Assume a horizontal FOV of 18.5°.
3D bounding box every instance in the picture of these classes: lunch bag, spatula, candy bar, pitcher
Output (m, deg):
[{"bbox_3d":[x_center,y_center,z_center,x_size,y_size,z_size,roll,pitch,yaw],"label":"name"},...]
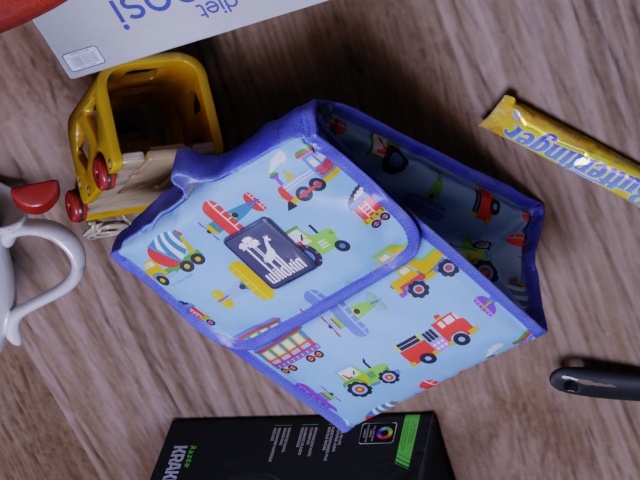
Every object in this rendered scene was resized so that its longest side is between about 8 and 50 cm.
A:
[{"bbox_3d":[0.000,0.000,1.537,0.221,0.138,0.293,-30,132,35],"label":"lunch bag"},{"bbox_3d":[0.343,0.142,1.684,0.296,0.030,0.084,11,136,6],"label":"spatula"},{"bbox_3d":[0.203,-0.066,1.541,0.161,0.018,0.040,28,133,-9],"label":"candy bar"},{"bbox_3d":[-0.299,0.041,1.706,0.178,0.125,0.207,27,126,9],"label":"pitcher"}]

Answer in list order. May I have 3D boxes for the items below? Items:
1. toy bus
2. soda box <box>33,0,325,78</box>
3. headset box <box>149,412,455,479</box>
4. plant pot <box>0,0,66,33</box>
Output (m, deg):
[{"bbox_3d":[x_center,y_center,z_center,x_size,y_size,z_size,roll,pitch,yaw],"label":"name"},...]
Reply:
[{"bbox_3d":[-0.150,-0.082,1.566,0.202,0.104,0.191,-17,169,22],"label":"toy bus"},{"bbox_3d":[-0.074,-0.212,1.430,0.286,0.098,0.091,-14,124,26],"label":"soda box"},{"bbox_3d":[-0.018,0.289,1.773,0.283,0.246,0.131,-2,131,19],"label":"headset box"},{"bbox_3d":[-0.267,-0.280,1.327,0.267,0.267,0.236,35,143,-17],"label":"plant pot"}]
